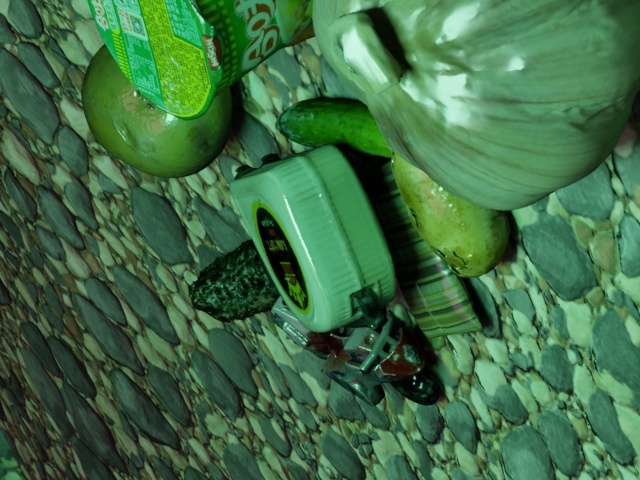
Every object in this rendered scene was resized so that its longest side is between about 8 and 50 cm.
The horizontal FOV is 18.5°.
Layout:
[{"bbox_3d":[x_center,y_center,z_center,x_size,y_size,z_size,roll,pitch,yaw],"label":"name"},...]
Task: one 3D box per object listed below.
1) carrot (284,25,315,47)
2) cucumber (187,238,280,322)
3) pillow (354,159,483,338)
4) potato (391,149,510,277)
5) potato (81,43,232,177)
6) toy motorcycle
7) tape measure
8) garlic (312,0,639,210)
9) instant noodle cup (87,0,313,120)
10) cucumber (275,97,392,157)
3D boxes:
[{"bbox_3d":[-0.001,-0.226,2.006,0.216,0.048,0.048,-1,116,55],"label":"carrot"},{"bbox_3d":[-0.080,0.042,2.348,0.096,0.096,0.359,60,152,-2],"label":"cucumber"},{"bbox_3d":[0.099,0.011,2.072,0.203,0.038,0.113,63,153,-6],"label":"pillow"},{"bbox_3d":[0.126,-0.040,1.932,0.107,0.080,0.170,1,117,46],"label":"potato"},{"bbox_3d":[-0.195,-0.157,2.280,0.251,0.159,0.174,179,87,-69],"label":"potato"},{"bbox_3d":[0.037,0.119,2.198,0.213,0.082,0.122,25,155,16],"label":"toy motorcycle"},{"bbox_3d":[0.000,0.000,2.085,0.207,0.115,0.235,64,165,-5],"label":"tape measure"},{"bbox_3d":[0.137,-0.174,1.643,0.322,0.241,0.322,35,163,12],"label":"garlic"},{"bbox_3d":[-0.076,-0.253,1.890,0.207,0.232,0.207,39,147,33],"label":"instant noodle cup"},{"bbox_3d":[0.019,-0.120,2.061,0.250,0.056,0.056,12,127,53],"label":"cucumber"}]
